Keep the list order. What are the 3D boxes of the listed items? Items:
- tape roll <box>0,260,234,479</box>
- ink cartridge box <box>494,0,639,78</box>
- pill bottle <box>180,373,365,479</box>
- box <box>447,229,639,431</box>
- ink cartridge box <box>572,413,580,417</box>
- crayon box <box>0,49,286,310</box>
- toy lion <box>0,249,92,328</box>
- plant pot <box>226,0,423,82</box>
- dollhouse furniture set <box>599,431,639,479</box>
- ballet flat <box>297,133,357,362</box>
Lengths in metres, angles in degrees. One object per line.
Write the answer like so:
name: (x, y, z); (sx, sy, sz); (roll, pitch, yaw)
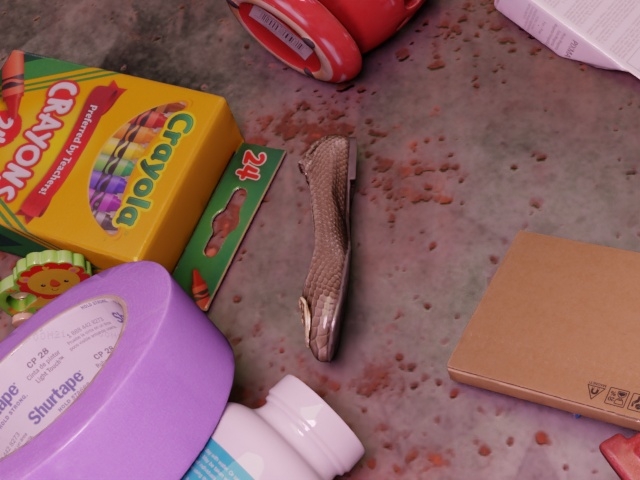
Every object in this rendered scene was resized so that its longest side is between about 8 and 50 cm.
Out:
tape roll: (-0.205, 0.143, 0.889); (0.274, 0.090, 0.275); (-30, 26, 17)
ink cartridge box: (0.326, -0.245, 1.107); (0.232, 0.066, 0.189); (41, 75, 7)
pill bottle: (-0.087, 0.230, 0.858); (0.264, 0.146, 0.146); (-44, 61, -13)
box: (0.229, 0.072, 0.916); (0.201, 0.021, 0.164); (12, 54, 33)
ink cartridge box: (0.238, 0.107, 0.922); (0.083, 0.028, 0.048); (-30, 57, -4)
crayon box: (-0.219, -0.068, 1.102); (0.318, 0.081, 0.202); (15, 64, 20)
toy lion: (-0.264, 0.043, 1.038); (0.100, 0.096, 0.034); (-15, 58, 5)
plant pot: (0.007, -0.270, 1.108); (0.191, 0.191, 0.174); (33, 80, 27)
dollhouse furniture set: (0.397, 0.147, 0.761); (0.374, 0.201, 0.152); (-28, 58, -3)
ballet flat: (0.000, 0.000, 1.007); (0.058, 0.084, 0.250); (6, 56, -1)
